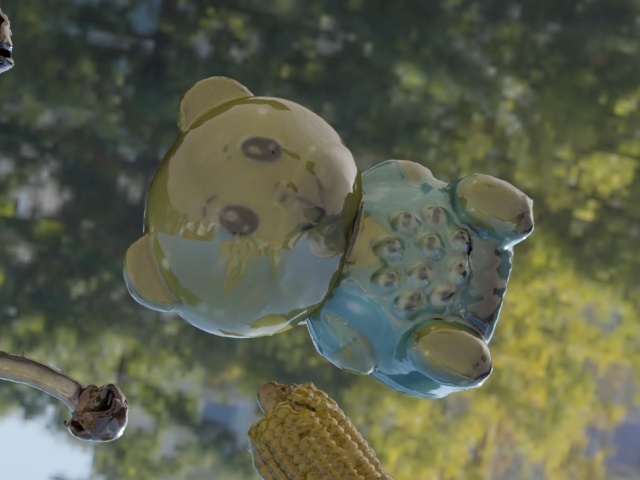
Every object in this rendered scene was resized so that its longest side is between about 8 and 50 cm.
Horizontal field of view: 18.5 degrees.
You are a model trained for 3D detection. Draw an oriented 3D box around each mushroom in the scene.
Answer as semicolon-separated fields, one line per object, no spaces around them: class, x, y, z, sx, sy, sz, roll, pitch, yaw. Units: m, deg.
mushroom;-0.271;0.141;1.875;0.187;0.060;0.061;22;164;4

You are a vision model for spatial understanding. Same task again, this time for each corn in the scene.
corn;0.024;0.229;1.701;0.097;0.097;0.261;-9;-125;-51

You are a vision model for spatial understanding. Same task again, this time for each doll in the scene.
doll;0.000;0.000;1.402;0.261;0.177;0.161;21;168;-14

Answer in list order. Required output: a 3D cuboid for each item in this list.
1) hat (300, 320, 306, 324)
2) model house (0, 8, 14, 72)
hat;-0.043;0.038;1.744;0.162;0.093;0.112;-13;-143;8
model house;-0.542;-0.238;2.016;0.317;0.297;0.282;56;-156;16
